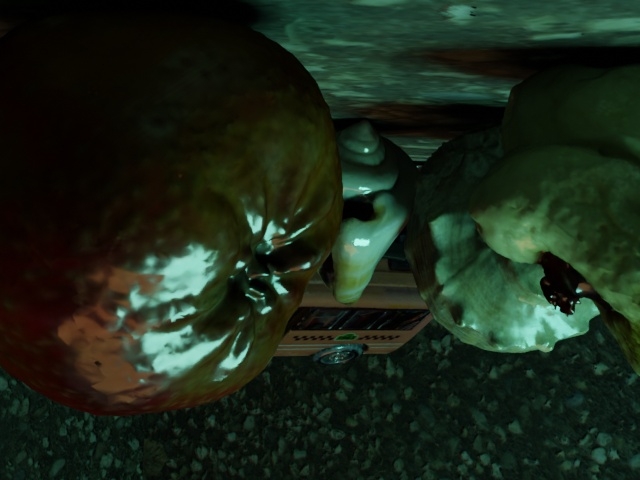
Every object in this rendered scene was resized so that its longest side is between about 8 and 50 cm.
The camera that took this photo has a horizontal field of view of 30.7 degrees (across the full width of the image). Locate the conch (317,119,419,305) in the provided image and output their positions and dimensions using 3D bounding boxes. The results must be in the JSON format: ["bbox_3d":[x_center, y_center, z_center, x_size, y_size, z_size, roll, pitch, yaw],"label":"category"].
[{"bbox_3d":[0.017,-0.017,0.890,0.094,0.176,0.104,-10,-132,-42],"label":"conch"}]

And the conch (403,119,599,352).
[{"bbox_3d":[0.137,-0.002,0.796,0.178,0.163,0.245,19,177,-13],"label":"conch"}]

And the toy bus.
[{"bbox_3d":[-0.052,0.037,1.523,0.427,0.203,0.233,3,153,-31],"label":"toy bus"}]

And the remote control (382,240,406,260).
[{"bbox_3d":[0.000,0.000,1.159,0.063,0.025,0.245,-2,173,34],"label":"remote control"}]

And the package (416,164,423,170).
[{"bbox_3d":[0.140,-0.041,1.290,0.269,0.071,0.194,8,163,-40],"label":"package"}]

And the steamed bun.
[{"bbox_3d":[0.156,-0.020,0.572,0.155,0.172,0.141,20,170,4],"label":"steamed bun"}]

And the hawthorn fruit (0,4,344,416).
[{"bbox_3d":[-0.095,-0.020,0.514,0.200,0.179,0.179,22,-170,35],"label":"hawthorn fruit"}]
